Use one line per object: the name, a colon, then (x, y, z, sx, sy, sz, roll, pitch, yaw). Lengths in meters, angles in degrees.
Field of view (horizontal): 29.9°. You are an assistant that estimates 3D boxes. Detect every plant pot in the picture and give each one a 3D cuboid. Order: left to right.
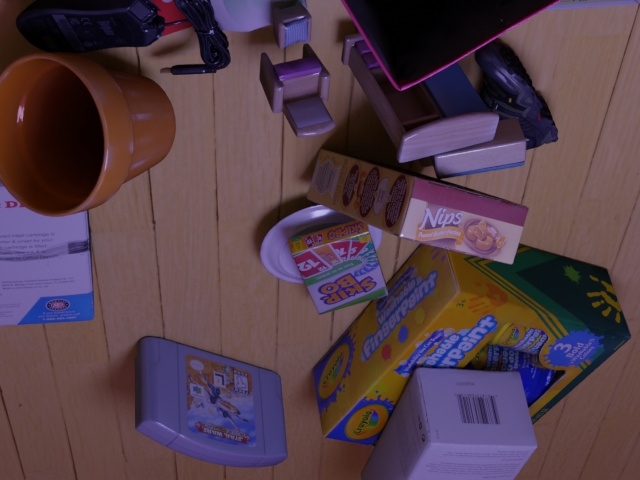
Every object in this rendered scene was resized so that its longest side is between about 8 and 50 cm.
plant pot: (-0.295, -0.147, 1.565, 0.205, 0.205, 0.188, -41, 169, 31)

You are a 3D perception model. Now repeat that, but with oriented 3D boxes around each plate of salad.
plate of salad: (0.000, 0.000, 1.923, 0.199, 0.048, 0.200, -9, 141, -7)

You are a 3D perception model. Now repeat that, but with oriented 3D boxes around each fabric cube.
fabric cube: (0.125, -0.355, 1.248, 0.259, 0.258, 0.254, -28, 110, 15)

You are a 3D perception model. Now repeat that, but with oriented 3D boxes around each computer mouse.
computer mouse: (-0.242, -0.272, 1.538, 0.262, 0.060, 0.184, -4, 155, 15)

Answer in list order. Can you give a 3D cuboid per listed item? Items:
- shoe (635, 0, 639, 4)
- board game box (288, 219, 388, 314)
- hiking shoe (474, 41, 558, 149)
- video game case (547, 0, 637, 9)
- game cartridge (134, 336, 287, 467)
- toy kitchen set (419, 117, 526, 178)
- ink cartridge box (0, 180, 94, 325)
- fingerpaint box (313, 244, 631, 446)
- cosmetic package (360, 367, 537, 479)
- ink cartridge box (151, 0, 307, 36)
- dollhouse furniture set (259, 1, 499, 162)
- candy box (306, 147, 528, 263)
shoe: (0.430, -0.378, 1.528, 0.076, 0.058, 0.219, -11, 140, 0)
board game box: (0.034, 0.049, 1.922, 0.124, 0.039, 0.259, -16, 154, 3)
hiking shoe: (0.259, -0.190, 1.727, 0.114, 0.086, 0.227, -28, 138, 15)
video game case: (0.402, -0.390, 1.573, 0.212, 0.023, 0.193, -5, 139, -7)
game cartridge: (-0.188, 0.294, 2.113, 0.297, 0.198, 0.062, 20, 131, -32)
toy kitchen set: (0.206, -0.131, 1.684, 0.122, 0.207, 0.166, -10, 134, 0)
ink cartridge box: (-0.449, -0.017, 1.747, 0.223, 0.129, 0.307, -2, 139, -9)
fingerpaint box: (0.256, 0.204, 2.126, 0.371, 0.163, 0.445, 15, 133, -27)
cosmetic package: (0.212, 0.385, 2.085, 0.197, 0.155, 0.365, 5, 141, -16)
ink cartridge box: (-0.150, -0.332, 1.504, 0.224, 0.056, 0.181, -19, 139, 7)
dollhouse furniture set: (0.093, -0.270, 1.465, 0.286, 0.198, 0.303, -15, 144, -17)
candy box: (0.128, -0.053, 1.700, 0.183, 0.316, 0.088, 13, 96, -25)
